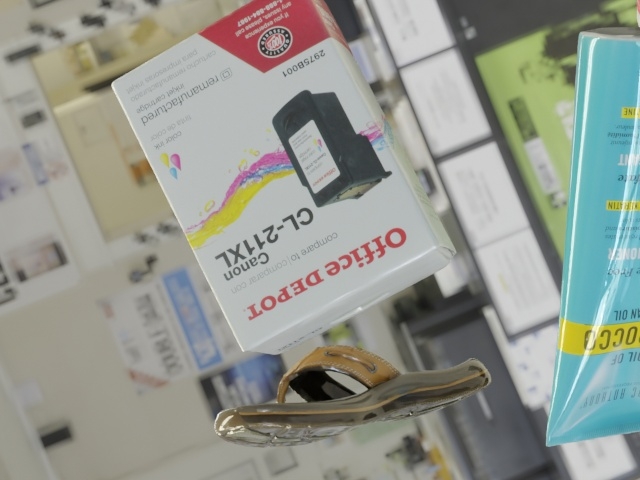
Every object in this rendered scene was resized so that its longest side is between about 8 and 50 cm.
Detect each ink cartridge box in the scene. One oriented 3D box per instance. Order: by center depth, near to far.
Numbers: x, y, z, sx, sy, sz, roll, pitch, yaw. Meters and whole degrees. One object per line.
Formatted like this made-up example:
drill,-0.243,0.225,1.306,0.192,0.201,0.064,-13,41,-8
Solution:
ink cartridge box,-0.019,-0.039,0.802,0.175,0.127,0.072,63,-172,10

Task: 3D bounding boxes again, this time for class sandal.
sandal,0.022,0.098,0.955,0.090,0.219,0.060,-34,70,57

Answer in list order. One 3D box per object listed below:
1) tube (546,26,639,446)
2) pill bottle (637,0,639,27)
tube,0.150,0.000,0.695,0.052,0.080,0.207,-132,40,-70
pill bottle,0.223,-0.193,0.734,0.108,0.108,0.180,-119,18,-53
